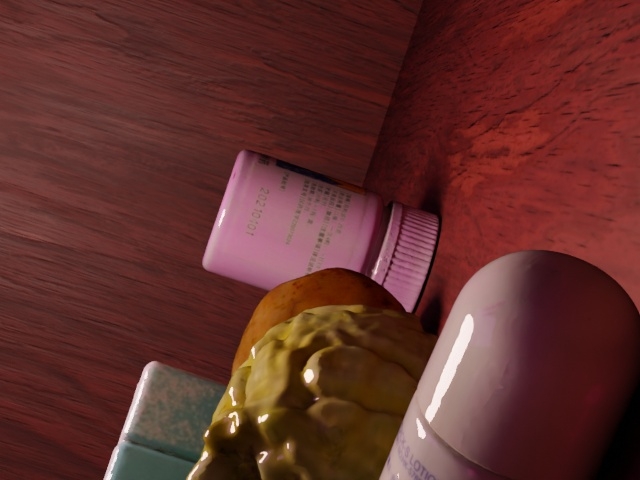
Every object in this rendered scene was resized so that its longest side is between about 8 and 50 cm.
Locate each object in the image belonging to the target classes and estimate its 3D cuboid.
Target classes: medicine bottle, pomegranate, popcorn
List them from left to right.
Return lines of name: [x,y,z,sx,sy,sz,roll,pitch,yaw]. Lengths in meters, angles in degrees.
medicine bottle: [0.000,0.000,2.009,0.178,0.291,0.178,-163,90,-86]
pomegranate: [0.005,0.155,1.771,0.248,0.248,0.248,-162,90,-86]
popcorn: [0.020,0.193,1.188,0.237,0.293,0.293,-90,18,-71]
medicine bottle: [0.105,0.162,0.969,0.130,0.130,0.340,-80,8,-64]

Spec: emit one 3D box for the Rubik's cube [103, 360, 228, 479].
Rubik's cube: [-0.083,0.339,1.490,0.319,0.316,0.321,117,171,-71]
